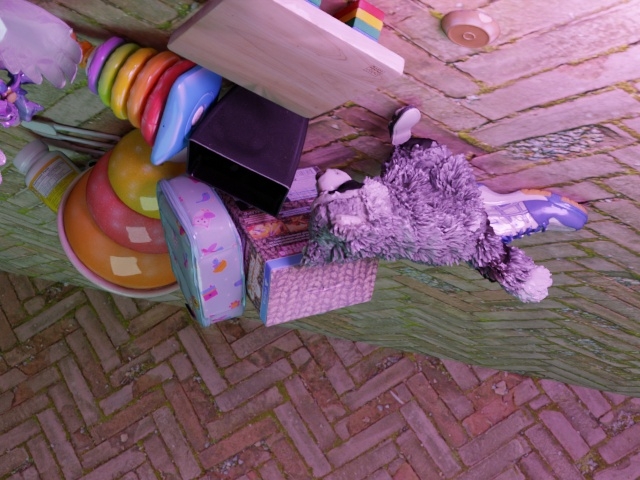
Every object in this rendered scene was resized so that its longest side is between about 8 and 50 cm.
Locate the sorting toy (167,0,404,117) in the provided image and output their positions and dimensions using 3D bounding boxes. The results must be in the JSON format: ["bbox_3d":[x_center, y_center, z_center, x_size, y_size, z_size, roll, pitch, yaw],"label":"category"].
[{"bbox_3d":[-0.047,-0.295,1.231,0.257,0.090,0.255,23,161,-28],"label":"sorting toy"}]

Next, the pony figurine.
[{"bbox_3d":[-0.574,-0.282,1.395,0.351,0.303,0.363,38,178,-3],"label":"pony figurine"}]

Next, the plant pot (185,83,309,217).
[{"bbox_3d":[-0.117,-0.174,1.513,0.188,0.167,0.187,25,163,-3],"label":"plant pot"}]

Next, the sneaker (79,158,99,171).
[{"bbox_3d":[-0.580,-0.166,2.117,0.255,0.094,0.151,25,141,13],"label":"sneaker"}]

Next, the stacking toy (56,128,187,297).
[{"bbox_3d":[-0.342,-0.119,1.777,0.350,0.351,0.480,18,148,-14],"label":"stacking toy"}]

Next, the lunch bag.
[{"bbox_3d":[-0.234,0.017,1.652,0.107,0.224,0.279,-20,137,-20],"label":"lunch bag"}]

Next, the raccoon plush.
[{"bbox_3d":[0.185,0.009,1.496,0.446,0.299,0.216,32,139,12],"label":"raccoon plush"}]

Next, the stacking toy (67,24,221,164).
[{"bbox_3d":[-0.333,-0.277,1.452,0.301,0.166,0.175,28,123,6],"label":"stacking toy"}]

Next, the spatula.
[{"bbox_3d":[-0.557,-0.229,1.977,0.241,0.019,0.168,12,162,6],"label":"spatula"}]

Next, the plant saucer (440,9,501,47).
[{"bbox_3d":[0.206,-0.287,1.183,0.083,0.015,0.083,13,163,4],"label":"plant saucer"}]

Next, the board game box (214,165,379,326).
[{"bbox_3d":[-0.056,0.001,1.699,0.232,0.291,0.141,-12,132,-24],"label":"board game box"}]

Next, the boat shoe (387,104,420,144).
[{"bbox_3d":[0.139,-0.204,1.463,0.046,0.038,0.125,-18,165,-6],"label":"boat shoe"}]

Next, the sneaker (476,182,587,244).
[{"bbox_3d":[0.367,-0.030,1.684,0.296,0.131,0.112,7,160,17],"label":"sneaker"}]

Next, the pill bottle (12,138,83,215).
[{"bbox_3d":[-0.614,-0.136,2.011,0.208,0.117,0.117,44,160,-2],"label":"pill bottle"}]
